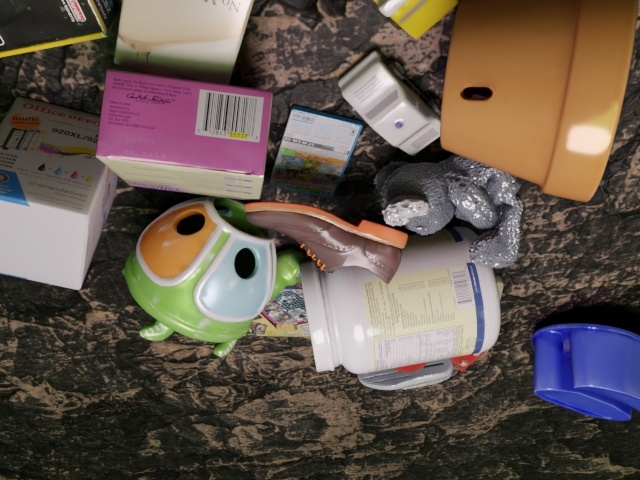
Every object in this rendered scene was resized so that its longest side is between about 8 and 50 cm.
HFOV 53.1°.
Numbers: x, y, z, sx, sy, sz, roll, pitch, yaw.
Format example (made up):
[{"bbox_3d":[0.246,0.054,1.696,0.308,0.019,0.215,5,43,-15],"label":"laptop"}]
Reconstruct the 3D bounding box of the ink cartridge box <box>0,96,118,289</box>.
[{"bbox_3d":[-0.422,-0.077,0.997,0.171,0.233,0.168,13,133,-13],"label":"ink cartridge box"}]

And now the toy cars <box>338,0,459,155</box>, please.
[{"bbox_3d":[0.109,-0.264,0.907,0.176,0.087,0.394,-3,136,4],"label":"toy cars"}]

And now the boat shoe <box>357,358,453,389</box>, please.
[{"bbox_3d":[0.204,0.323,1.520,0.226,0.083,0.076,-6,142,12],"label":"boat shoe"}]

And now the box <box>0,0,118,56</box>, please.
[{"bbox_3d":[-0.439,-0.388,0.786,0.256,0.079,0.322,-6,136,9],"label":"box"}]

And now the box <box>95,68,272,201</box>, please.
[{"bbox_3d":[-0.184,-0.140,0.927,0.213,0.118,0.243,6,175,-6],"label":"box"}]

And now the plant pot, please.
[{"bbox_3d":[0.274,-0.208,0.850,0.203,0.291,0.291,8,138,15],"label":"plant pot"}]

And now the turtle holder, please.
[{"bbox_3d":[-0.170,0.059,1.138,0.320,0.243,0.227,29,110,-22],"label":"turtle holder"}]

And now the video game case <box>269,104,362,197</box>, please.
[{"bbox_3d":[-0.011,-0.145,1.083,0.119,0.015,0.166,11,135,-12],"label":"video game case"}]

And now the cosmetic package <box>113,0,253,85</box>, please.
[{"bbox_3d":[-0.151,-0.354,0.797,0.160,0.113,0.310,13,134,-14],"label":"cosmetic package"}]

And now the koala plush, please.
[{"bbox_3d":[0.199,-0.078,1.043,0.221,0.196,0.204,-2,121,3],"label":"koala plush"}]

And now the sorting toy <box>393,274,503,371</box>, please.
[{"bbox_3d":[0.253,0.194,1.383,0.256,0.090,0.256,-3,136,2],"label":"sorting toy"}]

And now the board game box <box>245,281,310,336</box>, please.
[{"bbox_3d":[-0.129,0.139,1.360,0.243,0.042,0.165,1,136,-1],"label":"board game box"}]

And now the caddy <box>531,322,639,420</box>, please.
[{"bbox_3d":[0.625,0.275,1.412,0.341,0.179,0.241,23,156,-22],"label":"caddy"}]

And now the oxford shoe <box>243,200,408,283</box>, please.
[{"bbox_3d":[0.000,0.000,1.037,0.271,0.099,0.097,14,180,4],"label":"oxford shoe"}]

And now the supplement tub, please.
[{"bbox_3d":[0.135,0.111,1.165,0.324,0.236,0.236,-10,136,-2],"label":"supplement tub"}]
